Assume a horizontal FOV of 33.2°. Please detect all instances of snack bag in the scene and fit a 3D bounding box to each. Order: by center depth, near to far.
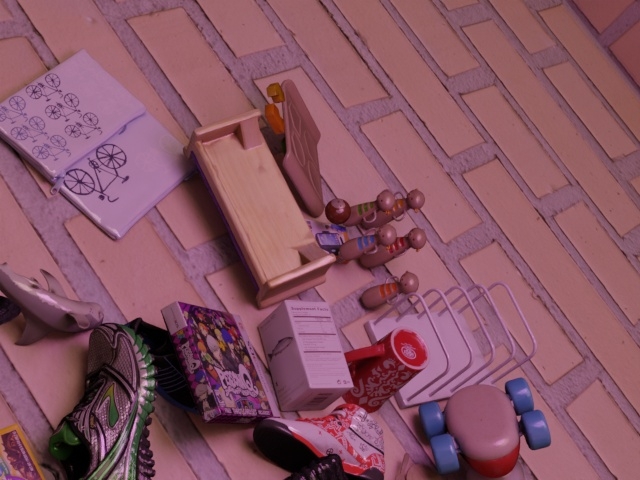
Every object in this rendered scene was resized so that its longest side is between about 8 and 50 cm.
[{"bbox_3d":[-0.420,-0.187,2.046,0.342,0.037,0.323,44,41,-3],"label":"snack bag"}]

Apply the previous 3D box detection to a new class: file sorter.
[{"bbox_3d":[0.272,0.202,2.194,0.277,0.173,0.193,-4,61,-40],"label":"file sorter"}]

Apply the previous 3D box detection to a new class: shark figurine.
[{"bbox_3d":[-0.478,0.106,1.731,0.278,0.116,0.166,34,9,-24],"label":"shark figurine"}]

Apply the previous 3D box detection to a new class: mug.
[{"bbox_3d":[0.111,0.246,2.033,0.150,0.169,0.113,-12,67,-44],"label":"mug"}]

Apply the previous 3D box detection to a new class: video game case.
[{"bbox_3d":[-0.169,0.215,1.850,0.232,0.041,0.210,24,38,-64],"label":"video game case"}]

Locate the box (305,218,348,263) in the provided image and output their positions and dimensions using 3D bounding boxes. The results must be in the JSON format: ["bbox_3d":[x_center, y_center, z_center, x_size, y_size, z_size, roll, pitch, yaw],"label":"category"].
[{"bbox_3d":[0.000,0.000,2.242,0.136,0.028,0.081,12,53,-35],"label":"box"}]

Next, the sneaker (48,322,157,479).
[{"bbox_3d":[-0.340,0.274,1.671,0.146,0.134,0.344,17,47,-29],"label":"sneaker"}]

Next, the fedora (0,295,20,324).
[{"bbox_3d":[-0.580,0.181,1.517,0.334,0.334,0.153,-14,103,-44],"label":"fedora"}]

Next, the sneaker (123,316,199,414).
[{"bbox_3d":[-0.246,0.215,1.830,0.232,0.090,0.081,32,43,-14],"label":"sneaker"}]

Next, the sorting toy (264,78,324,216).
[{"bbox_3d":[-0.061,-0.219,2.241,0.307,0.041,0.229,59,24,-51],"label":"sorting toy"}]

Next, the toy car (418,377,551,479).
[{"bbox_3d":[0.330,0.425,2.096,0.210,0.219,0.238,-105,180,-63],"label":"toy car"}]

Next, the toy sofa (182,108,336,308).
[{"bbox_3d":[-0.128,-0.056,2.102,0.150,0.177,0.363,-22,77,-22],"label":"toy sofa"}]

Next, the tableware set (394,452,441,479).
[{"bbox_3d":[0.175,0.499,1.985,0.128,0.039,0.194,36,40,-6],"label":"tableware set"}]

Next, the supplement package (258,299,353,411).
[{"bbox_3d":[-0.029,0.213,1.994,0.105,0.105,0.179,4,56,-36],"label":"supplement package"}]

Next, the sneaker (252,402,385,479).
[{"bbox_3d":[0.002,0.348,1.930,0.270,0.090,0.145,29,41,-19],"label":"sneaker"}]

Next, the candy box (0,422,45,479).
[{"bbox_3d":[-0.452,0.380,1.585,0.105,0.027,0.206,-19,71,-42],"label":"candy box"}]

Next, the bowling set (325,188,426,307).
[{"bbox_3d":[0.118,-0.021,2.213,0.200,0.154,0.287,42,35,-43],"label":"bowling set"}]

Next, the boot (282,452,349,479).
[{"bbox_3d":[0.079,0.474,1.825,0.348,0.131,0.260,-19,71,-33],"label":"boot"}]
